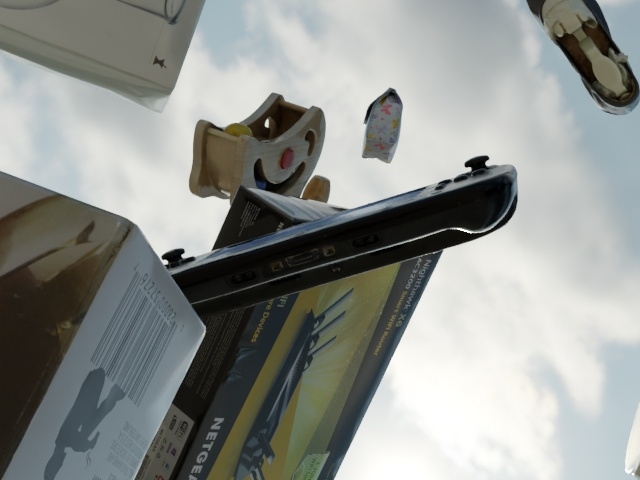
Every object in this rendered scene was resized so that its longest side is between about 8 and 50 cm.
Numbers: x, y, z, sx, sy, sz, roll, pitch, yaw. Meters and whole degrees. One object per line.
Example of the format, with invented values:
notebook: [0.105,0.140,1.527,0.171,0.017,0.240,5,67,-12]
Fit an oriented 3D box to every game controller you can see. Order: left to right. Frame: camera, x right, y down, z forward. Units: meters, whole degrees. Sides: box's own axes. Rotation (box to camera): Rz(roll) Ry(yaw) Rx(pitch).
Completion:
game controller: [0.000,0.000,1.109,0.319,0.166,0.067,-17,-95,11]

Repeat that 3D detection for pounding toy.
pounding toy: [-0.039,-0.103,1.848,0.155,0.269,0.154,21,-83,25]

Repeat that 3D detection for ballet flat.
ballet flat: [0.303,-0.232,1.633,0.203,0.074,0.074,56,-37,-4]

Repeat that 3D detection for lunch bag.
lunch bag: [0.084,-0.156,1.919,0.053,0.083,0.071,14,-19,2]

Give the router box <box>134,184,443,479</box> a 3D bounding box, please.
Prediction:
router box: [-0.036,0.114,1.387,0.081,0.243,0.308,33,-75,37]

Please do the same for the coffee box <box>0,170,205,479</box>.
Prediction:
coffee box: [-0.183,0.114,0.466,0.168,0.297,0.119,21,-17,15]

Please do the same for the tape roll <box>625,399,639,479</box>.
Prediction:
tape roll: [0.361,0.035,1.219,0.072,0.392,0.392,22,-43,9]

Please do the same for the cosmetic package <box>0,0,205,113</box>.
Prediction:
cosmetic package: [-0.232,-0.358,1.475,0.284,0.377,0.097,20,-15,-12]
